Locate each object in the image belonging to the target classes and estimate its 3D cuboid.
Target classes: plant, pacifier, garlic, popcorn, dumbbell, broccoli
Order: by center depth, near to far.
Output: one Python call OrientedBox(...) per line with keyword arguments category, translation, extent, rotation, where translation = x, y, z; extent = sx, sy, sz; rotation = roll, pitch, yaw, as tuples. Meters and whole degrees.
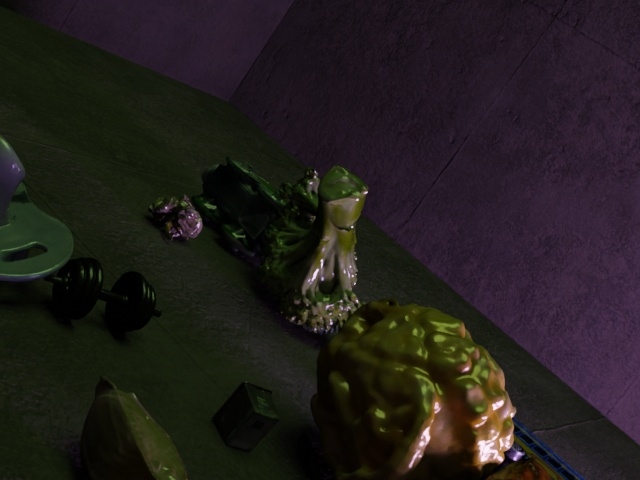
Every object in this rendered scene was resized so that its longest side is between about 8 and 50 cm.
OrientedBox(category="garlic", translation=(-0.221, 0.249, 1.095), extent=(0.087, 0.101, 0.195), rotation=(19, 19, -40))
OrientedBox(category="pacifier", translation=(-0.479, -0.062, 1.364), extent=(0.279, 0.207, 0.227), rotation=(40, 30, 23))
OrientedBox(category="dumbbell", translation=(-0.326, 0.083, 1.449), extent=(0.208, 0.099, 0.099), rotation=(24, 16, -42))
OrientedBox(category="popcorn", translation=(0.119, 0.280, 1.494), extent=(0.349, 0.349, 0.381), rotation=(40, 52, 23))
OrientedBox(category="broccoli", translation=(0.015, 0.032, 1.998), extent=(0.397, 0.275, 0.353), rotation=(-9, -71, 64))
OrientedBox(category="plant", translation=(-0.319, -0.036, 2.045), extent=(0.116, 0.104, 0.122), rotation=(3, 38, 20))

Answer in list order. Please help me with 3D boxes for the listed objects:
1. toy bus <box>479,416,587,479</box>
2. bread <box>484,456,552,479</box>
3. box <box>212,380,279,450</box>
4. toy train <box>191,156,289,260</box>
OrientedBox(category="toy bus", translation=(0.390, 0.465, 1.823), extent=(0.287, 0.138, 0.175), rotation=(41, 14, 25))
OrientedBox(category="bread", translation=(0.317, 0.491, 1.456), extent=(0.277, 0.167, 0.324), rotation=(48, 19, 14))
OrientedBox(category="box", translation=(-0.108, 0.262, 1.406), extent=(0.060, 0.085, 0.063), rotation=(26, 23, -39))
OrientedBox(category="toy train", translation=(-0.155, -0.059, 2.324), extent=(0.307, 0.173, 0.249), rotation=(43, 6, 36))
